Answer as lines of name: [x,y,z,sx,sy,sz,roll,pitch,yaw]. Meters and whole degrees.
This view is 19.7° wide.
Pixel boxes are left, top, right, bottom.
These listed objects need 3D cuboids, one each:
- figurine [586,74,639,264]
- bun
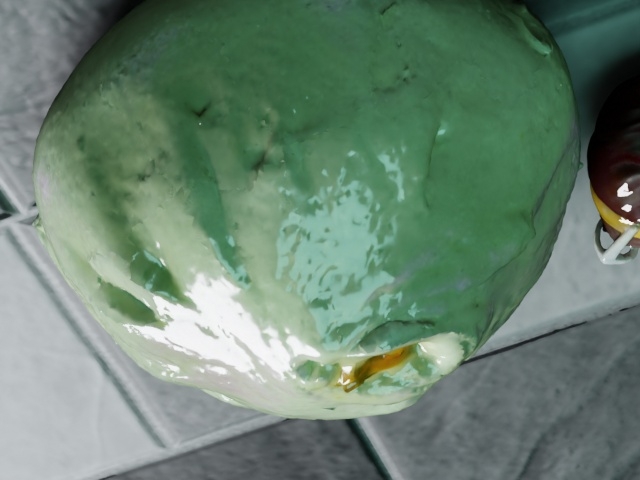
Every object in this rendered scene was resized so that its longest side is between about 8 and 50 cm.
figurine: [0.259,-0.022,0.978,0.240,0.175,0.116,17,146,7]
bun: [0.000,0.000,0.947,0.293,0.187,0.293,-3,136,-2]
